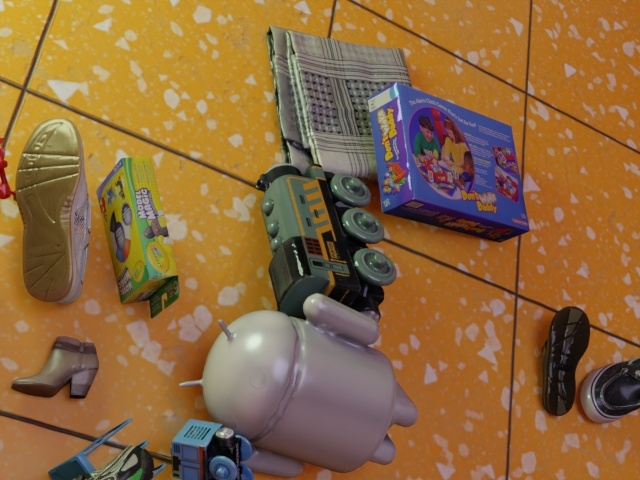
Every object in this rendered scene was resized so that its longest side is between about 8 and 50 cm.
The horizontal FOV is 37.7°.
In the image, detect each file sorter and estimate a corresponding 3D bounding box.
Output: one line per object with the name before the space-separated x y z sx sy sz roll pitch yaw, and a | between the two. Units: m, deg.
file sorter | -0.265 0.344 1.280 0.104 0.118 0.170 -37 92 -41

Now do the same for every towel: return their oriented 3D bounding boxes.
towel | 0.057 -0.255 1.776 0.324 0.056 0.312 2 69 -30

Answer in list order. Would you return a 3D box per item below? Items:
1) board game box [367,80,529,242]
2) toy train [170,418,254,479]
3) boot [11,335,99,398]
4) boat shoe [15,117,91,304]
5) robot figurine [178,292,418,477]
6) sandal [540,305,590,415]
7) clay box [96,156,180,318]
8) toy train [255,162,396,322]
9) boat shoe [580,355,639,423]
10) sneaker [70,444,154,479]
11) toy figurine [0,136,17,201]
board game box | 0.250 -0.141 1.786 0.347 0.078 0.233 12 64 -41
toy train | -0.153 0.343 1.328 0.080 0.105 0.184 -48 141 -62
boot | -0.375 0.178 1.333 0.118 0.042 0.087 14 57 -28
boat shoe | -0.388 -0.040 1.386 0.098 0.096 0.277 -2 77 7
robot figurine | -0.028 0.228 1.415 0.354 0.200 0.299 24 97 -24
sandal | 0.466 0.233 1.826 0.090 0.060 0.219 16 77 -19
clay box | -0.276 0.000 1.412 0.053 0.127 0.222 -5 72 -33
toy train | 0.000 0.000 1.539 0.190 0.142 0.334 11 43 -28
boat shoe | 0.646 0.284 1.882 0.301 0.102 0.108 -10 76 -35
sneaker | -0.361 0.342 1.137 0.344 0.134 0.146 -29 80 -4
toy figurine | -0.593 -0.008 1.245 0.217 0.191 0.362 16 61 8
